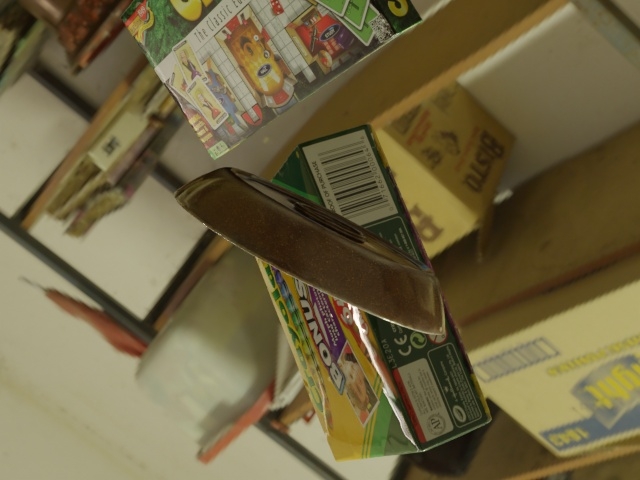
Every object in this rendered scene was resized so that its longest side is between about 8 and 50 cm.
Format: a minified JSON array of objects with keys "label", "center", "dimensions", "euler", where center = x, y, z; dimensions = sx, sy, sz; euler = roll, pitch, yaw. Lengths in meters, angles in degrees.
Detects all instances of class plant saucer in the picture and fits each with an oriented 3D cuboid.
[{"label":"plant saucer","center":[0.000,0.000,0.535],"dimensions":[0.029,0.168,0.168],"euler":[-63,-170,7]}]

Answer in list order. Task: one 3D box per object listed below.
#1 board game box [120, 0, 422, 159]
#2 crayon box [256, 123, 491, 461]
[{"label":"board game box","center":[-0.048,-0.152,0.654],"dimensions":[0.030,0.136,0.259],"euler":[-34,-174,-32]},{"label":"crayon box","center":[0.037,0.083,1.193],"dimensions":[0.106,0.363,0.313],"euler":[-18,171,-21]}]
